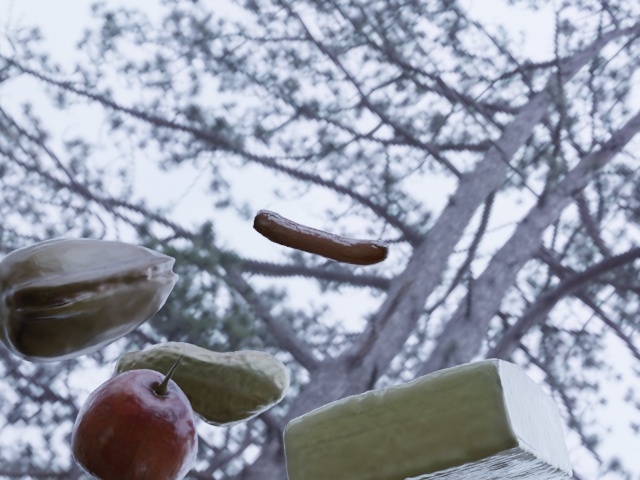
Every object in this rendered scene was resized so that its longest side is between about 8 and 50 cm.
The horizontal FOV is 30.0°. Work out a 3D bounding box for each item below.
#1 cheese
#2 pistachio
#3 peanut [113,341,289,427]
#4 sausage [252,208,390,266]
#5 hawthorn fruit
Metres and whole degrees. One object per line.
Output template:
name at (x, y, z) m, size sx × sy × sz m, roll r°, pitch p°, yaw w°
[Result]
cheese at (0.125, 0.239, 1.369) m, size 0.265 × 0.124 × 0.242 m, roll -19°, pitch -31°, yaw 20°
pistachio at (-0.325, 0.076, 1.613) m, size 0.212 × 0.260 × 0.163 m, roll -11°, pitch -93°, yaw 57°
peanut at (-0.185, 0.222, 1.844) m, size 0.274 × 0.111 × 0.125 m, roll 6°, pitch -78°, yaw 6°
sausage at (0.000, 0.000, 1.583) m, size 0.186 × 0.043 × 0.043 m, roll 16°, pitch -46°, yaw 2°
hawthorn fruit at (-0.178, 0.183, 1.146) m, size 0.125 × 0.125 × 0.140 m, roll 35°, pitch -37°, yaw 14°
